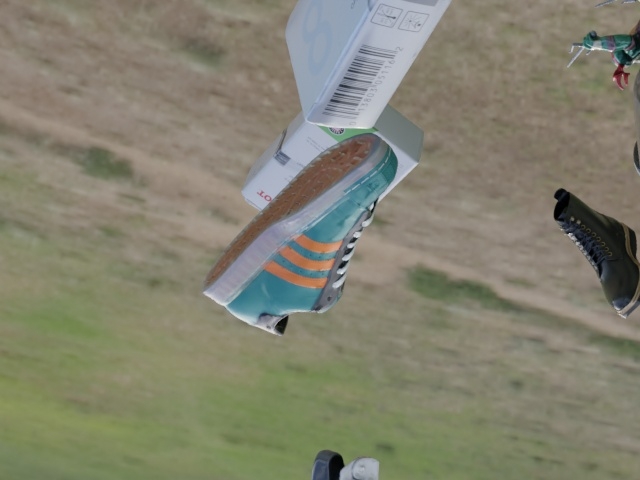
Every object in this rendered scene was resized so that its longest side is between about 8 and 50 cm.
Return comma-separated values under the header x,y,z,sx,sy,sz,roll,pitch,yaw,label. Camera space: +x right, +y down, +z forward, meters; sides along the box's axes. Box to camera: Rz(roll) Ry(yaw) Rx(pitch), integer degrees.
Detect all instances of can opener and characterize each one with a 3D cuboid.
x,y,z,sx,sy,sz,roll,pitch,yaw,label
0.039,0.422,1.675,0.074,0.280,0.093,-8,-169,-43,can opener

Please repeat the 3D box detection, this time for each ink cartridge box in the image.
x,y,z,sx,sy,sz,roll,pitch,yaw,label
0.016,-0.110,1.748,0.160,0.092,0.219,37,124,-15,ink cartridge box
0.041,-0.363,1.334,0.091,0.385,0.308,4,141,-25,ink cartridge box

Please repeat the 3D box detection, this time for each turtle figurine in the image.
x,y,z,sx,sy,sz,roll,pitch,yaw,label
0.474,-0.318,1.784,0.118,0.175,0.234,43,142,-6,turtle figurine

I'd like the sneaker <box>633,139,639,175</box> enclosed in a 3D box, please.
x,y,z,sx,sy,sz,roll,pitch,yaw,label
0.697,-0.175,1.974,0.169,0.447,0.257,46,171,41,sneaker

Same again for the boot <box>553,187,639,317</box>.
x,y,z,sx,sy,sz,roll,pitch,yaw,label
0.400,0.017,1.796,0.137,0.198,0.077,33,118,-18,boot

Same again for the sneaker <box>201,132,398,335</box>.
x,y,z,sx,sy,sz,roll,pitch,yaw,label
0.000,0.000,1.332,0.121,0.108,0.302,37,131,-16,sneaker

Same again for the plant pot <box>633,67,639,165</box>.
x,y,z,sx,sy,sz,roll,pitch,yaw,label
0.514,-0.107,1.484,0.323,0.323,0.280,0,139,40,plant pot
